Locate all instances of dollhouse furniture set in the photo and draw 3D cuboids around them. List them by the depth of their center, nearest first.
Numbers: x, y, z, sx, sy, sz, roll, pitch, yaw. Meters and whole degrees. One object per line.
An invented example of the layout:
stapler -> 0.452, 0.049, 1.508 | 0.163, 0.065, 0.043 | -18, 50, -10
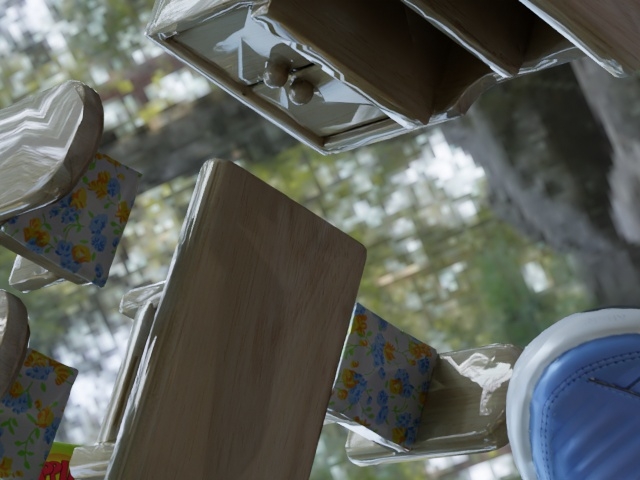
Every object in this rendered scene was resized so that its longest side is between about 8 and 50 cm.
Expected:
dollhouse furniture set -> 0.000, 0.000, 0.625 | 0.212, 0.161, 0.242 | 32, -119, -32

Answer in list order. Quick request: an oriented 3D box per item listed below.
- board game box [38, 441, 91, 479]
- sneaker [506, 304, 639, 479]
board game box -> -0.128, 0.122, 0.892 | 0.181, 0.092, 0.043 | 10, -102, -20
sneaker -> 0.123, 0.099, 0.416 | 0.211, 0.080, 0.081 | 47, -171, 4
